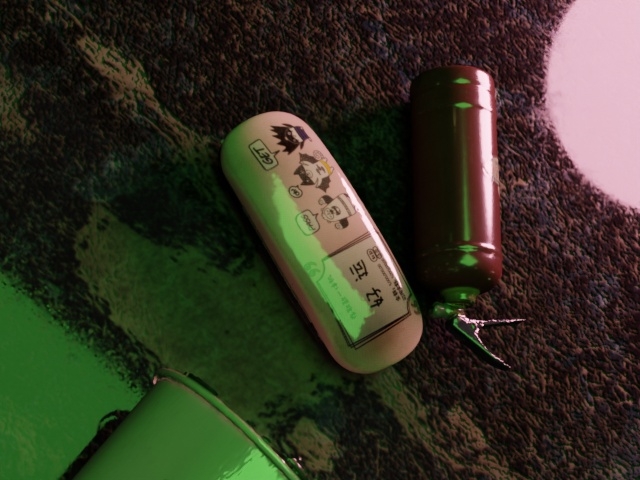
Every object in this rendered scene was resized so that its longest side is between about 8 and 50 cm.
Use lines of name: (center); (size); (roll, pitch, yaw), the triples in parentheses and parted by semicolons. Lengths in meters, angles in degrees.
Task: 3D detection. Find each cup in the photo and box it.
cup: (-0.151, 0.294, 1.214); (0.253, 0.253, 0.274); (47, 69, -2)

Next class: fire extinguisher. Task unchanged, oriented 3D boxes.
fire extinguisher: (0.171, -0.022, 1.514); (0.138, 0.102, 0.344); (7, 71, -22)

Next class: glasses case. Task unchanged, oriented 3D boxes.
glasses case: (0.000, 0.000, 1.453); (0.122, 0.075, 0.314); (-29, 85, -24)
